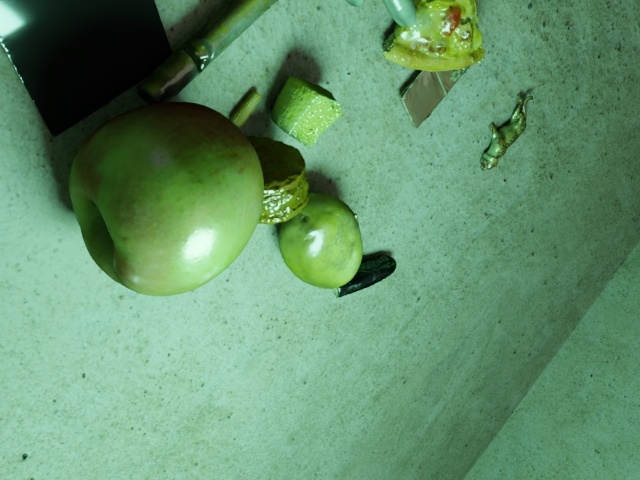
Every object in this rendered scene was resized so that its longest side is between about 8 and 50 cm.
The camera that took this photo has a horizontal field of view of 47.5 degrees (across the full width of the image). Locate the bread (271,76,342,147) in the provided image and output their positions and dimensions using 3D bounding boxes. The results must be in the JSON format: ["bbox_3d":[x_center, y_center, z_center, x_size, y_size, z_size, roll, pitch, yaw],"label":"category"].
[{"bbox_3d":[-0.034,-0.258,1.435,0.114,0.111,0.129,-55,143,7],"label":"bread"}]

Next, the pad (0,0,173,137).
[{"bbox_3d":[-0.365,-0.349,1.078,0.247,0.007,0.367,-38,147,-19],"label":"pad"}]

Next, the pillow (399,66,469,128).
[{"bbox_3d":[0.275,-0.379,1.707,0.232,0.043,0.126,-50,140,-4],"label":"pillow"}]

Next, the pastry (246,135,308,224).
[{"bbox_3d":[-0.115,-0.116,1.397,0.189,0.189,0.103,-26,137,-30],"label":"pastry"}]

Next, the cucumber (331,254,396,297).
[{"bbox_3d":[0.109,0.086,1.847,0.241,0.074,0.074,-15,127,-39],"label":"cucumber"}]

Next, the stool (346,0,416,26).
[{"bbox_3d":[0.117,-0.530,1.328,0.195,0.195,0.199,-54,142,-2],"label":"stool"}]

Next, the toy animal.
[{"bbox_3d":[0.509,-0.297,1.993,0.241,0.057,0.099,-49,147,-9],"label":"toy animal"}]

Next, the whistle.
[{"bbox_3d":[-0.183,-0.351,1.256,0.326,0.068,0.057,-47,118,-11],"label":"whistle"}]

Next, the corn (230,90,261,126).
[{"bbox_3d":[-0.145,-0.249,1.396,0.083,0.028,0.027,-54,135,-7],"label":"corn"}]

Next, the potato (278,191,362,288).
[{"bbox_3d":[0.002,-0.001,1.619,0.197,0.148,0.228,-47,140,11],"label":"potato"}]

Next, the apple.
[{"bbox_3d":[-0.245,-0.074,1.198,0.277,0.319,0.319,-29,134,-32],"label":"apple"}]

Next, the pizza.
[{"bbox_3d":[0.260,-0.492,1.539,0.280,0.075,0.287,-11,130,-21],"label":"pizza"}]
